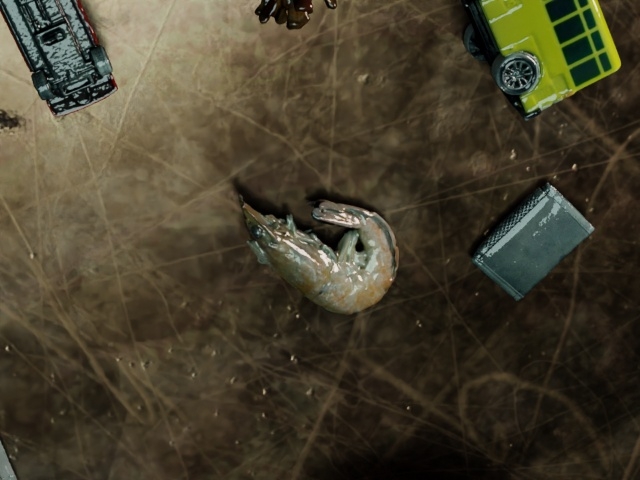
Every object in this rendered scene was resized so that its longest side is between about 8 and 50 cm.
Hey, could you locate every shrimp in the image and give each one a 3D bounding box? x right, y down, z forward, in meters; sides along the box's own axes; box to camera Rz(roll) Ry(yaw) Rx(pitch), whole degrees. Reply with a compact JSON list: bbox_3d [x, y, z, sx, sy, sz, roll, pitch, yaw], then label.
[{"bbox_3d":[0.000,0.000,1.977,0.223,0.047,0.126,36,97,-31],"label":"shrimp"}]

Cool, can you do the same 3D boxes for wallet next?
[{"bbox_3d":[0.245,0.000,2.041,0.088,0.026,0.129,40,103,-22],"label":"wallet"}]

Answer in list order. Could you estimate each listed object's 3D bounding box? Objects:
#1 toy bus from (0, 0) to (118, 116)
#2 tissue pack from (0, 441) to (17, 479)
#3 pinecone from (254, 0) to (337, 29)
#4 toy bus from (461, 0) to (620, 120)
[{"bbox_3d":[-0.277,-0.229,1.775,0.081,0.089,0.195,-24,119,-1],"label":"toy bus"},{"bbox_3d":[-0.457,0.271,2.022,0.193,0.026,0.122,-17,118,-4],"label":"tissue pack"},{"bbox_3d":[-0.032,-0.309,1.758,0.179,0.150,0.195,-10,121,-14],"label":"pinecone"},{"bbox_3d":[0.207,-0.278,1.838,0.150,0.128,0.262,-26,120,1],"label":"toy bus"}]
